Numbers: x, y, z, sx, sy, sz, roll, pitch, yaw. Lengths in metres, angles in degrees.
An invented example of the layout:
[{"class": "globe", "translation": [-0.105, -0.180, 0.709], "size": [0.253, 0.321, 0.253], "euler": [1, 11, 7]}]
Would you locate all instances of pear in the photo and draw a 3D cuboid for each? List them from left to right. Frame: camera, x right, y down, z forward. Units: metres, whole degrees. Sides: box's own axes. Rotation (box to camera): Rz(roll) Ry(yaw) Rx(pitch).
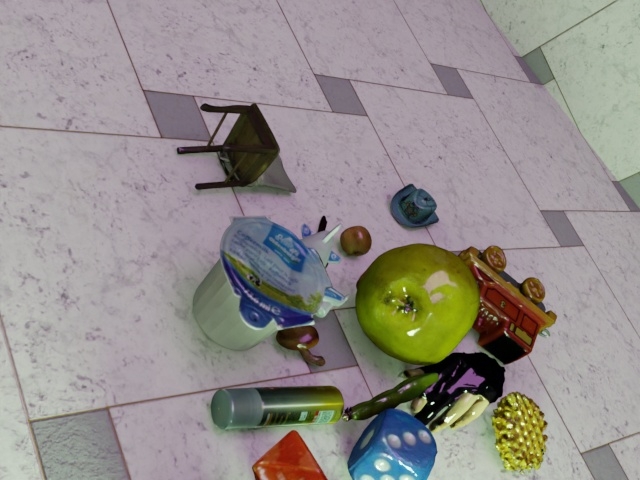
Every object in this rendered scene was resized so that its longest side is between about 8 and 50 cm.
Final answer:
[{"class": "pear", "translation": [0.246, 0.150, 2.057], "size": [0.287, 0.287, 0.375], "euler": [61, 18, 19]}]

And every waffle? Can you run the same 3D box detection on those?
[{"class": "waffle", "translation": [0.492, 0.477, 2.119], "size": [0.193, 0.070, 0.197], "euler": [15, 68, -45]}]

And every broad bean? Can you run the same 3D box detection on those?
[{"class": "broad bean", "translation": [0.153, 0.348, 1.877], "size": [0.297, 0.060, 0.043], "euler": [-17, 51, -37]}]

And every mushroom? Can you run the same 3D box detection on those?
[{"class": "mushroom", "translation": [-0.032, 0.224, 1.891], "size": [0.129, 0.073, 0.088], "euler": [37, 9, -14]}]

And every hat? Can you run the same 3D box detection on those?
[{"class": "hat", "translation": [0.286, -0.104, 2.463], "size": [0.191, 0.078, 0.138], "euler": [-25, 77, -50]}]

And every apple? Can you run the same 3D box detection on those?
[{"class": "apple", "translation": [0.092, 0.003, 2.192], "size": [0.084, 0.084, 0.071], "euler": [3, 63, -41]}]

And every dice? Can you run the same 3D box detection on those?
[{"class": "dice", "translation": [0.150, 0.451, 1.789], "size": [0.146, 0.143, 0.146], "euler": [32, 35, -4]}]

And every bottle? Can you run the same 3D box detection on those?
[{"class": "bottle", "translation": [-0.084, 0.337, 1.733], "size": [0.286, 0.082, 0.082], "euler": [6, 53, -39]}]

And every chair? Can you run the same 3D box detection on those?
[{"class": "chair", "translation": [-0.164, -0.217, 2.077], "size": [0.319, 0.186, 0.160], "euler": [-4, 54, -41]}]

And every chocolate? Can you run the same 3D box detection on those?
[{"class": "chocolate", "translation": [-0.022, 0.491, 1.507], "size": [0.108, 0.237, 0.235], "euler": [-26, 58, -17]}]

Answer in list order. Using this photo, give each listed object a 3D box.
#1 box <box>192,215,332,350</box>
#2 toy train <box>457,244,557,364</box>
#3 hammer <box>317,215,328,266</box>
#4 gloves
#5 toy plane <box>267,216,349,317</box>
[{"class": "box", "translation": [-0.144, 0.126, 1.767], "size": [0.262, 0.206, 0.291], "euler": [32, 41, -14]}, {"class": "toy train", "translation": [0.480, 0.180, 2.331], "size": [0.369, 0.163, 0.232], "euler": [38, 47, -10]}, {"class": "hammer", "translation": [0.000, 0.000, 2.162], "size": [0.065, 0.021, 0.178], "euler": [33, 37, -17]}, {"class": "gloves", "translation": [0.313, 0.349, 2.051], "size": [0.197, 0.152, 0.301], "euler": [34, 46, 30]}, {"class": "toy plane", "translation": [-0.043, 0.056, 1.987], "size": [0.266, 0.122, 0.267], "euler": [17, 54, -24]}]
